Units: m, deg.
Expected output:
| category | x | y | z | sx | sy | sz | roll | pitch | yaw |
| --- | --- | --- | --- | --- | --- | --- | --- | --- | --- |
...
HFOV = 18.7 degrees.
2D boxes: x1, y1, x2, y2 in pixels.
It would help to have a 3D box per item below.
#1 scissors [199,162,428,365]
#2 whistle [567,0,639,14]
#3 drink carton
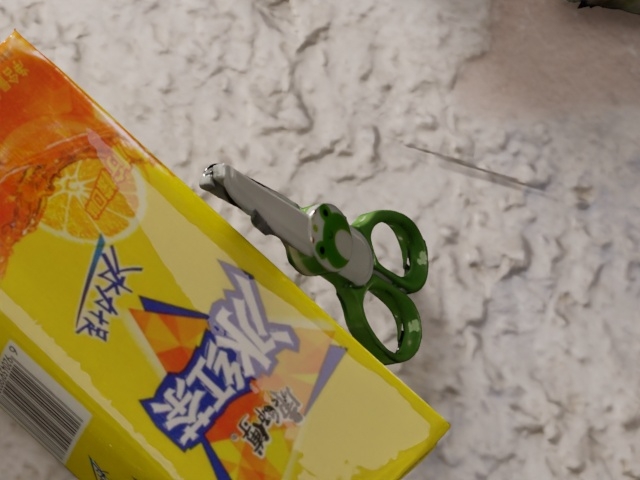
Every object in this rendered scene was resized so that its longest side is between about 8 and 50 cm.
| category | x | y | z | sx | sy | sz | roll | pitch | yaw |
| --- | --- | --- | --- | --- | --- | --- | --- | --- | --- |
| scissors | 0.000 | 0.000 | 1.190 | 0.204 | 0.027 | 0.101 | 34 | 52 | -43 |
| whistle | 0.330 | -0.183 | 1.414 | 0.326 | 0.057 | 0.068 | 3 | 43 | -17 |
| drink carton | -0.108 | 0.055 | 1.148 | 0.351 | 0.111 | 0.154 | 42 | 62 | 5 |
